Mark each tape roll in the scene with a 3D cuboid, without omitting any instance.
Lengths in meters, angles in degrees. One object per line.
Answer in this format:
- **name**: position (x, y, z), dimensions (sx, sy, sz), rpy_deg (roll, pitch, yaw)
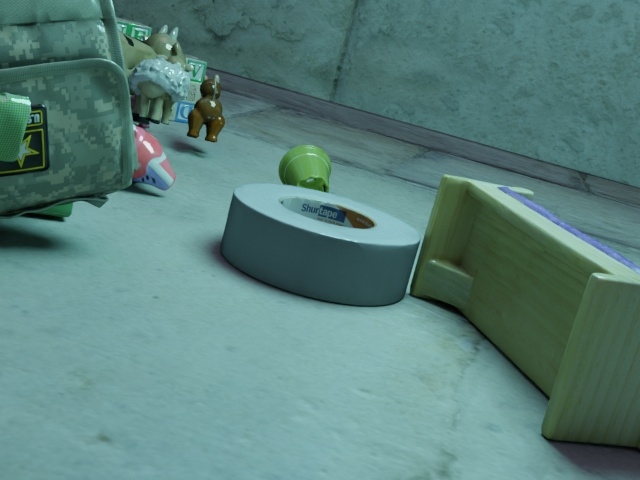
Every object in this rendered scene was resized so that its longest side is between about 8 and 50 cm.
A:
- **tape roll**: position (0.000, 0.000, 1.029), dimensions (0.219, 0.072, 0.219), rpy_deg (13, 15, -3)

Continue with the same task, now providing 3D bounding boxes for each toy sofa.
- **toy sofa**: position (0.240, 0.056, 0.896), dimensions (0.177, 0.150, 0.362), rpy_deg (9, 15, -16)

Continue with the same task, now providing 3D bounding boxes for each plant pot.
- **plant pot**: position (-0.018, -0.091, 1.375), dimensions (0.083, 0.083, 0.079), rpy_deg (10, 28, -17)

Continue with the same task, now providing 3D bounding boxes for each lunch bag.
- **lunch bag**: position (-0.311, -0.157, 0.833), dimensions (0.235, 0.286, 0.169), rpy_deg (-15, 0, -31)

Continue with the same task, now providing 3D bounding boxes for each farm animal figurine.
- **farm animal figurine**: position (-0.315, -0.284, 1.480), dimensions (0.330, 0.172, 0.327), rpy_deg (14, 3, 16)

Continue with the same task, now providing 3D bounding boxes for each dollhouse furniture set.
- **dollhouse furniture set**: position (-0.287, -0.049, 0.752), dimensions (0.076, 0.151, 0.058), rpy_deg (5, 24, -36)

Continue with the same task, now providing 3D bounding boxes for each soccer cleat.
- **soccer cleat**: position (-0.271, -0.123, 1.259), dimensions (0.095, 0.083, 0.248), rpy_deg (49, -11, -25)

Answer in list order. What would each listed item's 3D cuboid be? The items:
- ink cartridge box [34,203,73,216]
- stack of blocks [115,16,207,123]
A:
- **ink cartridge box**: position (-0.415, -0.123, 0.991), dimensions (0.278, 0.117, 0.201), rpy_deg (8, 16, -24)
- **stack of blocks**: position (-0.379, -0.340, 1.757), dimensions (0.297, 0.171, 0.087), rpy_deg (7, 16, -29)
